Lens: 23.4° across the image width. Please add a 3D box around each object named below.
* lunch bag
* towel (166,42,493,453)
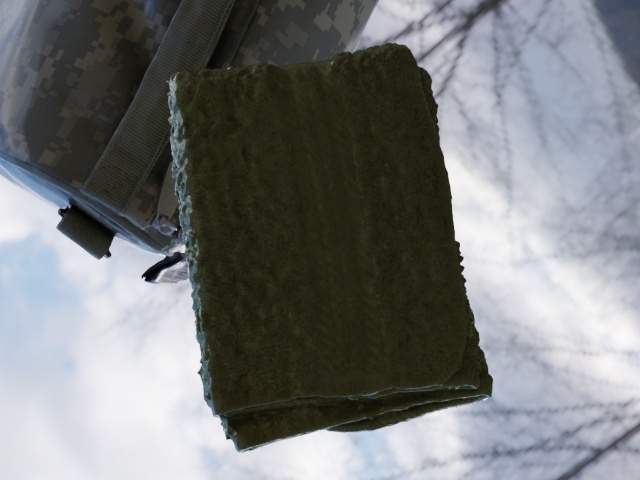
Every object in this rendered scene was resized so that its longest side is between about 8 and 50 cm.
[{"bbox_3d":[-0.083,-0.141,0.919,0.212,0.305,0.256,26,179,-13],"label":"lunch bag"},{"bbox_3d":[0.000,0.000,0.581,0.027,0.110,0.148,122,139,-73],"label":"towel"}]
